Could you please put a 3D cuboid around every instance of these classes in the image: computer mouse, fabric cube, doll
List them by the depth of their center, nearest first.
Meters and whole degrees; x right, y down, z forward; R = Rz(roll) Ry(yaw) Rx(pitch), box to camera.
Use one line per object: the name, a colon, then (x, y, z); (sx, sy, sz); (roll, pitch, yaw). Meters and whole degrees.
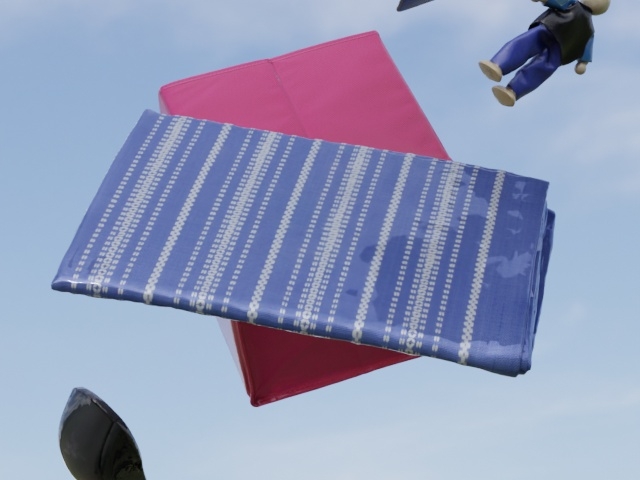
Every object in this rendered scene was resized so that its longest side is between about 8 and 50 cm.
computer mouse: (-0.199, 0.272, 1.874); (0.060, 0.184, 0.262); (-40, -28, -22)
fabric cube: (-0.007, -0.026, 1.903); (0.259, 0.258, 0.254); (-15, -49, -8)
doll: (0.278, -0.246, 2.172); (0.129, 0.189, 0.046); (59, -16, -26)

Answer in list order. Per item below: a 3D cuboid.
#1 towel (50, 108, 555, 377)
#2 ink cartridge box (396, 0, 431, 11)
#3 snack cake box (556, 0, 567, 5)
towel: (0.000, 0.000, 1.317); (0.336, 0.243, 0.040); (10, -56, 6)
ink cartridge box: (0.229, -0.268, 1.272); (0.304, 0.072, 0.307); (-21, -23, -21)
snack cake box: (0.259, -0.338, 1.527); (0.264, 0.089, 0.152); (-35, -48, 22)
